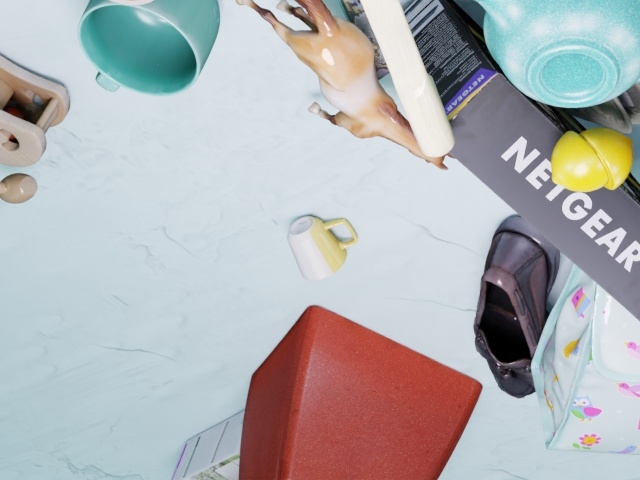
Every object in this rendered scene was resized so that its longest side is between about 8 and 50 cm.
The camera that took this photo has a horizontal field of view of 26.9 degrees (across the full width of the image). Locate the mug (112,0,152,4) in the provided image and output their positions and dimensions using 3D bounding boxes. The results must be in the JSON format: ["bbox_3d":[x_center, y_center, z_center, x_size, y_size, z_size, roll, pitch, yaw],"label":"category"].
[{"bbox_3d":[-0.145,-0.306,1.164,0.113,0.169,0.150,26,145,-8],"label":"mug"}]

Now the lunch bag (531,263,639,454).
[{"bbox_3d":[0.367,0.109,1.449,0.223,0.160,0.262,5,133,-7],"label":"lunch bag"}]

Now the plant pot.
[{"bbox_3d":[0.028,0.290,1.835,0.267,0.236,0.267,25,145,-9],"label":"plant pot"}]

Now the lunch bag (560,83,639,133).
[{"bbox_3d":[0.259,-0.216,1.094,0.287,0.169,0.235,-8,133,40],"label":"lunch bag"}]

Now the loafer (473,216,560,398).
[{"bbox_3d":[0.220,0.100,1.586,0.109,0.095,0.303,24,145,24],"label":"loafer"}]

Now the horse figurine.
[{"bbox_3d":[0.015,-0.170,1.304,0.174,0.066,0.263,35,165,42],"label":"horse figurine"}]

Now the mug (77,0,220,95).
[{"bbox_3d":[-0.178,-0.223,1.356,0.157,0.097,0.129,-2,140,29],"label":"mug"}]

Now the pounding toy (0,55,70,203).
[{"bbox_3d":[-0.396,-0.134,1.534,0.154,0.155,0.269,-5,138,38],"label":"pounding toy"}]

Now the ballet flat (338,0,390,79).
[{"bbox_3d":[0.050,-0.208,1.324,0.041,0.041,0.114,1,141,25],"label":"ballet flat"}]

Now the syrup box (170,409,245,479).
[{"bbox_3d":[-0.139,0.348,2.119,0.093,0.096,0.237,33,144,-18],"label":"syrup box"}]

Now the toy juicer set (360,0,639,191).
[{"bbox_3d":[0.186,-0.130,1.026,0.328,0.090,0.209,7,143,3],"label":"toy juicer set"}]

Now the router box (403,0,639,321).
[{"bbox_3d":[0.205,-0.079,1.240,0.309,0.243,0.081,39,106,-25],"label":"router box"}]

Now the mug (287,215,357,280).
[{"bbox_3d":[-0.003,0.000,1.624,0.062,0.078,0.064,28,154,55],"label":"mug"}]
